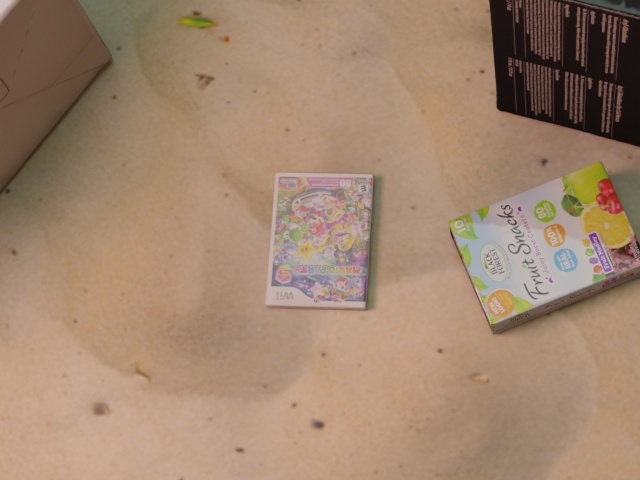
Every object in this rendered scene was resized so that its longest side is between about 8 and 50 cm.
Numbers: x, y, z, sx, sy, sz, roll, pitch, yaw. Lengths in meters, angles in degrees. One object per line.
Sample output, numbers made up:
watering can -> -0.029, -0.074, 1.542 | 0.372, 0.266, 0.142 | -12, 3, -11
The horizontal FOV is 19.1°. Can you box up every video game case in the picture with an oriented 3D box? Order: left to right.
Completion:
video game case -> 0.000, 0.000, 1.646 | 0.087, 0.011, 0.122 | 1, 72, 8

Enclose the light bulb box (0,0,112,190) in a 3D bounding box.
light bulb box -> -0.444, -0.162, 1.644 | 0.361, 0.225, 0.358 | 35, 80, 16

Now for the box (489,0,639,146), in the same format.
box -> 0.240, -0.172, 1.540 | 0.184, 0.261, 0.103 | 19, 75, 12

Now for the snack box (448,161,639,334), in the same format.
snack box -> 0.192, 0.006, 1.605 | 0.141, 0.037, 0.100 | -21, 69, 0
